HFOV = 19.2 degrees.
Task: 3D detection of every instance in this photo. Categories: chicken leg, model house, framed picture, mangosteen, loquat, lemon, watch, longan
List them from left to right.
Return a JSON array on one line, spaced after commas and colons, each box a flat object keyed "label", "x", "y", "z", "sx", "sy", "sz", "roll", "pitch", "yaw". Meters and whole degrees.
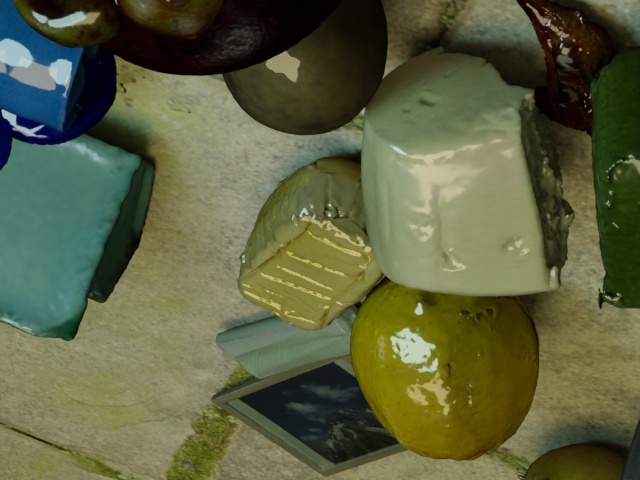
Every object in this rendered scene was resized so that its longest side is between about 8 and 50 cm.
[{"label": "model house", "x": -0.346, "y": -0.024, "z": 2.080, "sx": 0.280, "sy": 0.230, "sz": 0.249, "roll": 22, "pitch": 172, "yaw": -1}, {"label": "watch", "x": -0.272, "y": -0.181, "z": 1.803, "sx": 0.171, "sy": 0.196, "sz": 0.200, "roll": 13, "pitch": 155, "yaw": -8}, {"label": "mangosteen", "x": -0.121, "y": -0.266, "z": 1.459, "sx": 0.307, "sy": 0.347, "sz": 0.307, "roll": 23, "pitch": 127, "yaw": 33}, {"label": "longan", "x": -0.020, "y": -0.180, "z": 1.688, "sx": 0.167, "sy": 0.167, "sz": 0.187, "roll": 4, "pitch": 169, "yaw": 23}, {"label": "framed picture", "x": 0.017, "y": 0.216, "z": 2.392, "sx": 0.209, "sy": 0.019, "sz": 0.281, "roll": 35, "pitch": 144, "yaw": -22}, {"label": "lemon", "x": 0.134, "y": 0.124, "z": 2.032, "sx": 0.204, "sy": 0.204, "sz": 0.260, "roll": 1, "pitch": 125, "yaw": 26}, {"label": "chicken leg", "x": 0.221, "y": -0.164, "z": 1.701, "sx": 0.089, "sy": 0.048, "sz": 0.219, "roll": -1, "pitch": 142, "yaw": 24}, {"label": "loquat", "x": 0.328, "y": 0.324, "z": 2.275, "sx": 0.204, "sy": 0.149, "sz": 0.172, "roll": 17, "pitch": 155, "yaw": -24}]

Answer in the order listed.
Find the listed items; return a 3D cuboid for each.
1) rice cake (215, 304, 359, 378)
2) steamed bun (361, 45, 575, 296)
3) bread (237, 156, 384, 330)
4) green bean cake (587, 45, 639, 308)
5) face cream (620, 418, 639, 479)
[{"label": "rice cake", "x": -0.026, "y": 0.114, "z": 2.244, "sx": 0.221, "sy": 0.042, "sz": 0.080, "roll": -18, "pitch": 128, "yaw": 44}, {"label": "steamed bun", "x": 0.140, "y": -0.075, "z": 1.776, "sx": 0.200, "sy": 0.170, "sz": 0.225, "roll": 1, "pitch": 132, "yaw": 6}, {"label": "bread", "x": 0.000, "y": 0.000, "z": 2.002, "sx": 0.140, "sy": 0.106, "sz": 0.236, "roll": 25, "pitch": 147, "yaw": -12}, {"label": "green bean cake", "x": 0.365, "y": -0.053, "z": 1.676, "sx": 0.247, "sy": 0.156, "sz": 0.250, "roll": -2, "pitch": 145, "yaw": 11}, {"label": "face cream", "x": 0.359, "y": 0.329, "z": 2.140, "sx": 0.073, "sy": 0.283, "sz": 0.073, "roll": 17, "pitch": 150, "yaw": 11}]
